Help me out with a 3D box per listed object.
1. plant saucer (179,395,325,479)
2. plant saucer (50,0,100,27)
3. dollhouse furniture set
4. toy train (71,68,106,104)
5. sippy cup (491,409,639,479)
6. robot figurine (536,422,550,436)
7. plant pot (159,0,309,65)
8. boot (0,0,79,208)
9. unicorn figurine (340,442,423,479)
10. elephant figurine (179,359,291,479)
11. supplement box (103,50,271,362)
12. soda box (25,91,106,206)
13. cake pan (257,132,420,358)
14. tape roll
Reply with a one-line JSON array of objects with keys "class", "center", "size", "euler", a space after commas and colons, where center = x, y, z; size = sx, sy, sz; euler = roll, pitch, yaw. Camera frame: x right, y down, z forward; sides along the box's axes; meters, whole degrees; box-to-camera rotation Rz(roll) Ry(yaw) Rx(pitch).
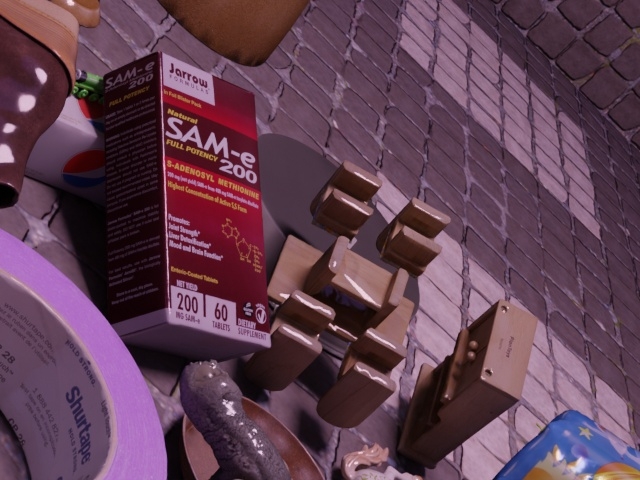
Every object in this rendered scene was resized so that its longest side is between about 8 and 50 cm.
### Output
[{"class": "plant saucer", "center": [-0.054, 0.196, 1.137], "size": [0.168, 0.029, 0.168], "euler": [39, 25, -22]}, {"class": "plant saucer", "center": [-0.261, -0.261, 1.505], "size": [0.083, 0.015, 0.083], "euler": [39, 24, -21]}, {"class": "dollhouse furniture set", "center": [0.054, 0.091, 1.344], "size": [0.242, 0.161, 0.212], "euler": [29, 50, -10]}, {"class": "toy train", "center": [-0.189, -0.132, 1.239], "size": [0.083, 0.024, 0.017], "euler": [15, 40, -54]}, {"class": "sippy cup", "center": [0.258, 0.287, 1.330], "size": [0.224, 0.240, 0.305], "euler": [43, -23, 13]}, {"class": "robot figurine", "center": [0.289, 0.249, 1.613], "size": [0.115, 0.067, 0.101], "euler": [39, 7, -19]}, {"class": "plant pot", "center": [-0.069, -0.387, 1.742], "size": [0.237, 0.254, 0.237], "euler": [38, 25, -21]}, {"class": "boot", "center": [-0.320, -0.142, 1.114], "size": [0.248, 0.090, 0.207], "euler": [19, 49, -7]}, {"class": "unicorn figurine", "center": [0.067, 0.249, 1.246], "size": [0.162, 0.060, 0.111], "euler": [42, 18, 30]}, {"class": "elephant figurine", "center": [-0.032, 0.234, 0.977], "size": [0.239, 0.186, 0.169], "euler": [29, -21, 21]}, {"class": "supplement box", "center": [-0.114, -0.026, 1.212], "size": [0.130, 0.073, 0.239], "euler": [19, 60, -50]}, {"class": "soda box", "center": [-0.191, -0.079, 1.276], "size": [0.216, 0.069, 0.074], "euler": [23, 34, -45]}, {"class": "cake pan", "center": [0.000, 0.000, 1.510], "size": [0.293, 0.054, 0.293], "euler": [39, 25, -22]}, {"class": "tape roll", "center": [-0.228, 0.106, 0.892], "size": [0.275, 0.090, 0.275], "euler": [40, 24, -22]}]
